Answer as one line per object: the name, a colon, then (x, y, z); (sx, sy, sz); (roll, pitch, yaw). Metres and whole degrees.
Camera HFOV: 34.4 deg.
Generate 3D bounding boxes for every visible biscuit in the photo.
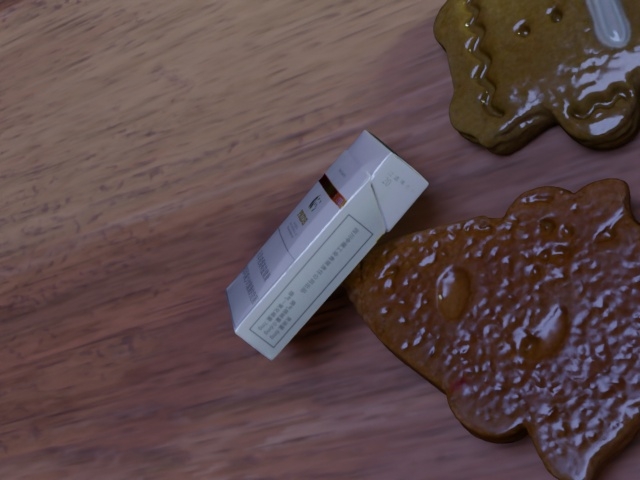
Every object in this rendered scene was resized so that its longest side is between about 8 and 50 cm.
biscuit: (0.131, 0.047, 0.615); (0.280, 0.043, 0.183); (7, 71, 38)
biscuit: (0.191, -0.150, 0.664); (0.249, 0.035, 0.184); (-17, 63, 25)

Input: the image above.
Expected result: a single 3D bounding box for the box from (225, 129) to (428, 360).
box: (0.000, 0.000, 0.693); (0.154, 0.040, 0.084); (-48, 16, 6)
